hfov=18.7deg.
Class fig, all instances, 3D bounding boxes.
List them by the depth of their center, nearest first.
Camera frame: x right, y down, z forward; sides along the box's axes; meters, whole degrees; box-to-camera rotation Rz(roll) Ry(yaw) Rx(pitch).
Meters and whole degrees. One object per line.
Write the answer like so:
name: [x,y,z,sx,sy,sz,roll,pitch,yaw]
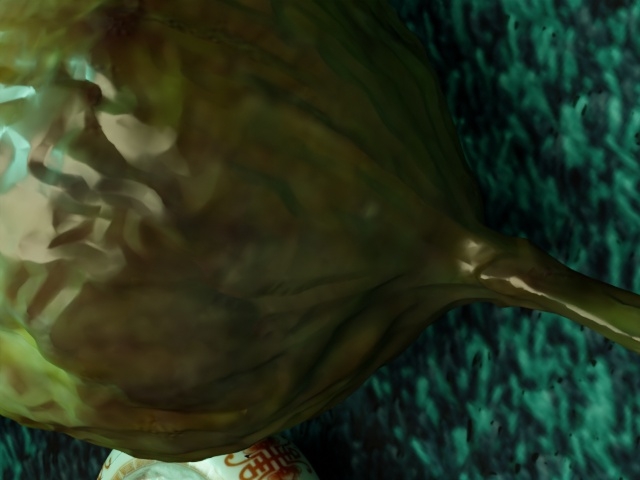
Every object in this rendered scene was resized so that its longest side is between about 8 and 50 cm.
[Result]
fig: [0.000,0.000,0.919,0.368,0.286,0.286,22,110,19]

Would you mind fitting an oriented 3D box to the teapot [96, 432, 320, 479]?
teapot: [-0.050,0.164,1.055,0.245,0.116,0.159,-31,63,41]
